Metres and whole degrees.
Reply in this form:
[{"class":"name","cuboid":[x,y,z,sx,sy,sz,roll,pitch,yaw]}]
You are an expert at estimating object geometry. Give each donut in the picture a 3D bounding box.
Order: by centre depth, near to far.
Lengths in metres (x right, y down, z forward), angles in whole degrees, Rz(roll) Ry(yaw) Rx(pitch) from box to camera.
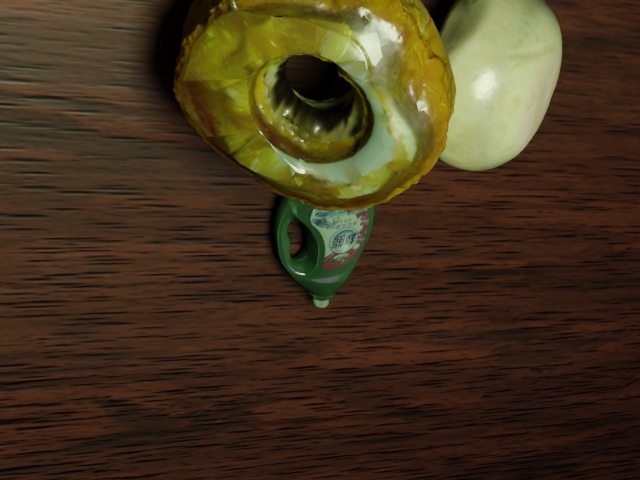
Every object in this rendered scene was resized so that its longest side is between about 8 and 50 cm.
[{"class":"donut","cuboid":[-0.002,-0.176,1.640,0.330,0.160,0.330,0,119,0]}]

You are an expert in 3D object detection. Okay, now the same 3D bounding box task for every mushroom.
[{"class":"mushroom","cuboid":[0.189,-0.208,1.809,0.246,0.202,0.246,19,90,-81]}]

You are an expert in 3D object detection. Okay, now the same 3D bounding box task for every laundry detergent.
[{"class":"laundry detergent","cuboid":[0.000,0.000,1.918,0.137,0.063,0.211,-9,128,-24]}]
